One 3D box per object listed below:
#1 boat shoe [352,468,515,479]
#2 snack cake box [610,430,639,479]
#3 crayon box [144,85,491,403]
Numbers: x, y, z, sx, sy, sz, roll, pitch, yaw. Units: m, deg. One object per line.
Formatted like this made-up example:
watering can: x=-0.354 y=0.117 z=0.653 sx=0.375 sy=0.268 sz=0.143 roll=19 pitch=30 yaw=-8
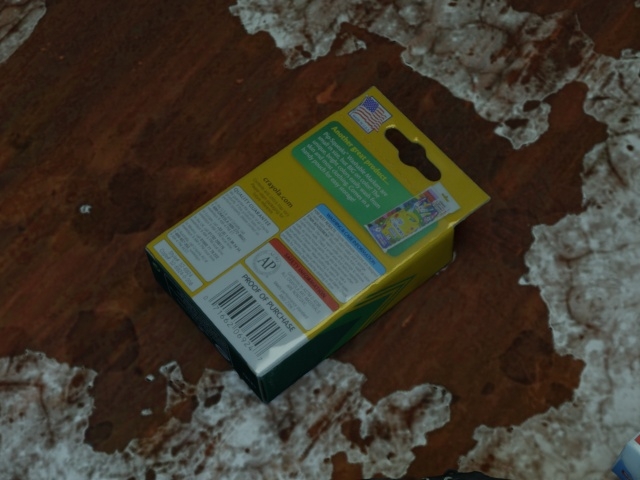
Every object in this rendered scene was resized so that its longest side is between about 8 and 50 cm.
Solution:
boat shoe: x=0.155 y=0.278 z=1.386 sx=0.340 sy=0.127 sz=0.113 roll=4 pitch=32 yaw=14
snack cake box: x=0.436 y=0.182 z=1.401 sx=0.264 sy=0.089 sz=0.152 roll=-38 pitch=70 yaw=-18
crayon box: x=0.000 y=0.000 z=1.560 sx=0.323 sy=0.083 sz=0.203 roll=-36 pitch=65 yaw=-15
